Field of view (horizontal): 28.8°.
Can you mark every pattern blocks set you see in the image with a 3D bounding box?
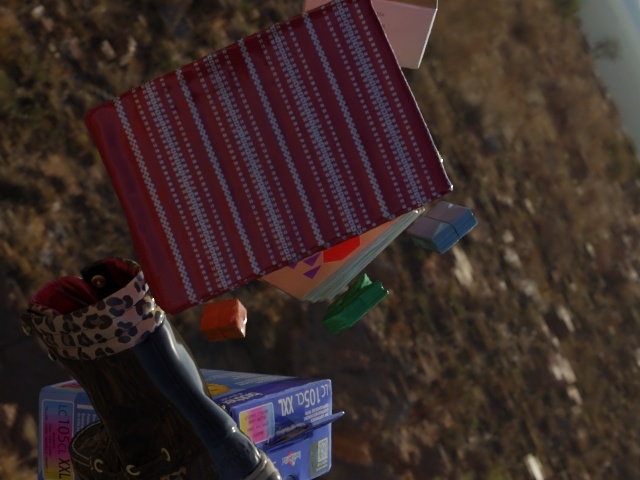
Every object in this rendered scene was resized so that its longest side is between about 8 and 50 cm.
[{"bbox_3d":[0.000,0.000,1.198,0.026,0.285,0.325,57,-7,-25],"label":"pattern blocks set"}]

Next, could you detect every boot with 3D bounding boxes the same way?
[{"bbox_3d":[-0.223,0.165,1.378,0.138,0.377,0.284,-38,110,-26],"label":"boot"}]

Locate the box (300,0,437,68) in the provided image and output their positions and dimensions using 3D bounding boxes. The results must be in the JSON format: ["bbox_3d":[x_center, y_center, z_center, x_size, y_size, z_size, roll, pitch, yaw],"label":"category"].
[{"bbox_3d":[0.052,-0.276,1.278,0.091,0.130,0.170,104,-7,-55],"label":"box"}]

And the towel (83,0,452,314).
[{"bbox_3d":[-0.049,-0.074,1.069,0.031,0.275,0.198,31,36,-82],"label":"towel"}]

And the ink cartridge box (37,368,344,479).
[{"bbox_3d":[-0.162,0.274,1.770,0.270,0.396,0.151,-6,98,-61],"label":"ink cartridge box"}]
